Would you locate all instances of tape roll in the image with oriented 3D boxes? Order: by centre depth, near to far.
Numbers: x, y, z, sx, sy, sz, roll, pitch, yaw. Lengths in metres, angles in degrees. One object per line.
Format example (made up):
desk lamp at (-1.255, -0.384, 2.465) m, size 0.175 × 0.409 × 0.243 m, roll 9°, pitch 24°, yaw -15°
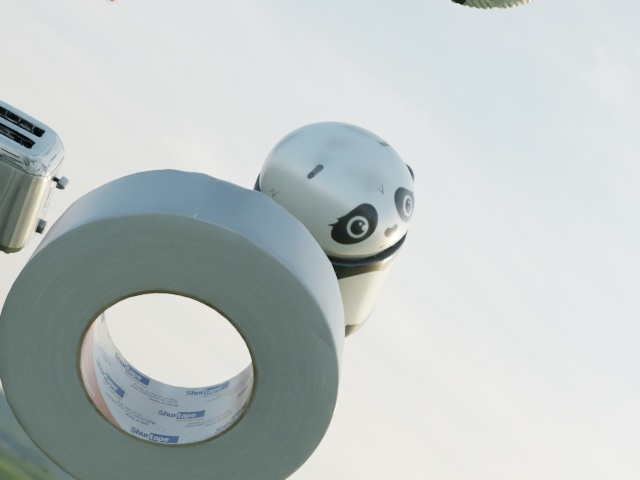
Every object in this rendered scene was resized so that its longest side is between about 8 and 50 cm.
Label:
tape roll at (-0.094, 0.067, 0.814) m, size 0.219 × 0.219 × 0.072 m, roll 42°, pitch 21°, yaw -14°

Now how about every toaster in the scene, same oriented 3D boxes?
toaster at (-0.440, -0.099, 1.612) m, size 0.227 × 0.146 × 0.129 m, roll 29°, pitch 25°, yaw -6°

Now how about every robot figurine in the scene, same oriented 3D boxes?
robot figurine at (0.000, 0.002, 1.342) m, size 0.174 × 0.209 × 0.278 m, roll 14°, pitch -44°, yaw -7°

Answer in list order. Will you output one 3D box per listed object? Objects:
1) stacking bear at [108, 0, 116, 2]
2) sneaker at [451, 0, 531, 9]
stacking bear at (-0.259, -0.485, 1.695) m, size 0.175 × 0.289 × 0.164 m, roll 35°, pitch -2°, yaw 42°
sneaker at (0.172, -0.383, 1.539) m, size 0.235 × 0.094 × 0.153 m, roll 25°, pitch -40°, yaw 26°
